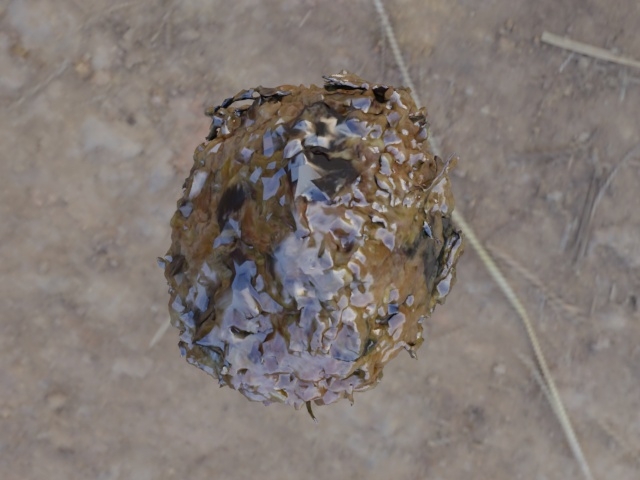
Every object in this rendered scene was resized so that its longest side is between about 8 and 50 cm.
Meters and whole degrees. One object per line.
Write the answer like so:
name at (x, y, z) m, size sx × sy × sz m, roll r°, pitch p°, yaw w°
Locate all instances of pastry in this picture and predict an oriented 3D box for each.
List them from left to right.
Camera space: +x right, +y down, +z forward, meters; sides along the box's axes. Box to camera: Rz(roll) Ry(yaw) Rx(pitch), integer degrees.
pastry at (0.000, 0.000, 0.962) m, size 0.193 × 0.275 × 0.275 m, roll 15°, pitch 139°, yaw -32°
